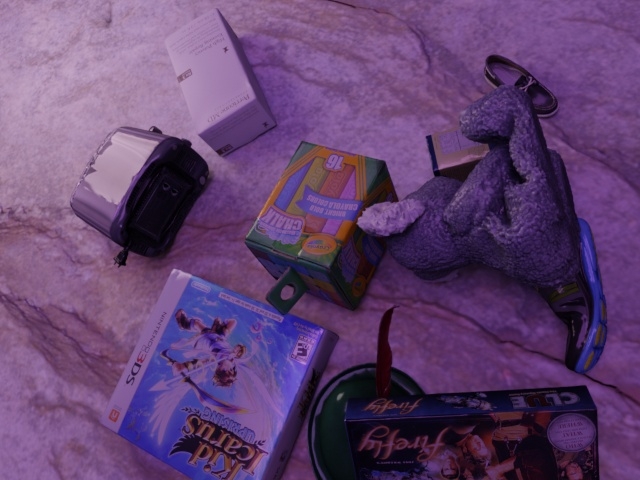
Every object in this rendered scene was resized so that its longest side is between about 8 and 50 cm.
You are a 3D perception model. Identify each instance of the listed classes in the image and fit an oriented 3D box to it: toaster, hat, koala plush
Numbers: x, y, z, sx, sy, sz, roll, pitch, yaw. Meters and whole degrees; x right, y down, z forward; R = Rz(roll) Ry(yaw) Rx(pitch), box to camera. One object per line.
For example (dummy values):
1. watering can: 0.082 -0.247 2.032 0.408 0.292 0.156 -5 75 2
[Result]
1. toaster: -0.299 -0.077 0.909 0.146 0.129 0.227 24 82 31
2. hat: 0.034 0.205 0.638 0.172 0.183 0.209 -10 67 18
3. koala plush: 0.168 -0.023 0.655 0.221 0.196 0.204 -18 55 30

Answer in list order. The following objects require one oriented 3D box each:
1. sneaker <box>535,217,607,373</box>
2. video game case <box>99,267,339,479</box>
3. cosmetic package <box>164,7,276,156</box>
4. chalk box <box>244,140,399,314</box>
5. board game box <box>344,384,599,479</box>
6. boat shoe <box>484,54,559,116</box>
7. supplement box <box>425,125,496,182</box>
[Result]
1. sneaker: 0.293 0.065 0.668 0.078 0.067 0.188 -11 63 29
2. video game case: -0.144 0.194 0.781 0.269 0.061 0.244 18 78 25
3. cosmetic package: -0.174 -0.271 0.959 0.117 0.085 0.231 -30 61 8
4. chalk box: 0.000 0.000 0.745 0.132 0.132 0.213 18 70 26
5. board game box: 0.159 0.240 0.592 0.243 0.042 0.165 -7 108 13
6. boat shoe: 0.280 -0.220 0.791 0.046 0.038 0.125 -40 61 2
7. supplement box: 0.193 -0.109 0.755 0.083 0.083 0.056 -14 66 16
